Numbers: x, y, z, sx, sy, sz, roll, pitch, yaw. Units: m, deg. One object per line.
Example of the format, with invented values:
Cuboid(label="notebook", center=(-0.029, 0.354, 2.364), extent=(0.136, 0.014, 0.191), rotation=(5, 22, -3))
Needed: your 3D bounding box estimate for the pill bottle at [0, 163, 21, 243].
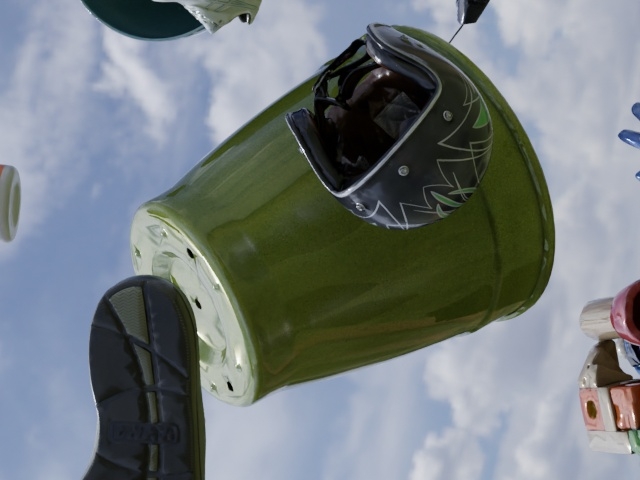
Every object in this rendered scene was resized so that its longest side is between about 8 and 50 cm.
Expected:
Cuboid(label="pill bottle", center=(-0.401, -0.043, 1.451), extent=(0.086, 0.152, 0.086), rotation=(-177, 90, -88))

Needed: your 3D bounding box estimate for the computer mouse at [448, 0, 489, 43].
Cuboid(label="computer mouse", center=(0.191, -0.316, 1.969), extent=(0.071, 0.041, 0.242), rotation=(-96, 28, -47))

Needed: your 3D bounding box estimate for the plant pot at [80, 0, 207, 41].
Cuboid(label="plant pot", center=(-0.181, -0.414, 1.862), extent=(0.195, 0.290, 0.290), rotation=(-16, -65, -68))

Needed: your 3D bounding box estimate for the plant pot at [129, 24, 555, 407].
Cuboid(label="plant pot", center=(0.000, 0.000, 1.479), extent=(0.353, 0.366, 0.366), rotation=(-28, -48, -28))

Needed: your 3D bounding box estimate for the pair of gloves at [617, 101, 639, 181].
Cuboid(label="pair of gloves", center=(0.339, -0.111, 1.079), extent=(0.198, 0.159, 0.023), rotation=(-56, -29, 2))

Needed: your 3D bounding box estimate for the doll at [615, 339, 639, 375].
Cuboid(label="doll", center=(0.441, 0.135, 1.883), extent=(0.189, 0.046, 0.129), rotation=(72, -174, -78))

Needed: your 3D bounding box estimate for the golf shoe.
Cuboid(label="golf shoe", center=(-0.135, -0.286, 1.632), extent=(0.176, 0.069, 0.086), rotation=(-13, -59, -39))

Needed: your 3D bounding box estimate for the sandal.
Cuboid(label="sandal", center=(-0.144, 0.177, 1.183), extent=(0.086, 0.120, 0.302), rotation=(-34, -48, -76))

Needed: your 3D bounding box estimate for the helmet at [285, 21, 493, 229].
Cuboid(label="helmet", center=(0.069, -0.088, 1.171), extent=(0.169, 0.161, 0.169), rotation=(-35, -20, -15))

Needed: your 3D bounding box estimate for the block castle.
Cuboid(label="block castle", center=(0.505, 0.246, 1.626), extent=(0.213, 0.303, 0.453), rotation=(157, 102, -74))
